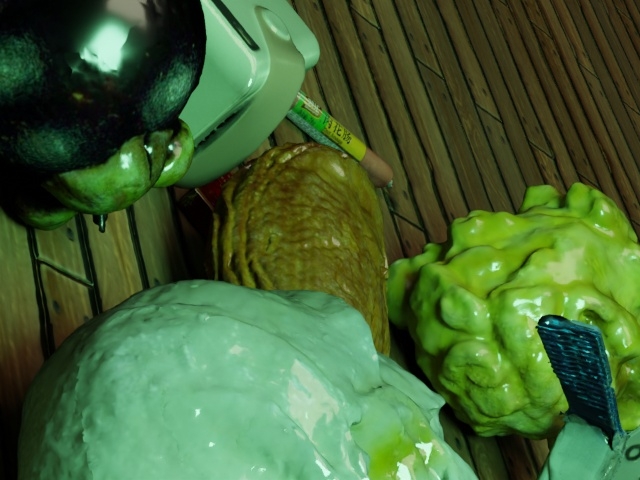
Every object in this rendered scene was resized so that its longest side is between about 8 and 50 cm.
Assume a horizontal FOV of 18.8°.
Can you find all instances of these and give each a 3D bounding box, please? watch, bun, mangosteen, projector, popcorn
[{"bbox_3d":[0.188,0.174,1.596,0.068,0.276,0.274,28,14,23],"label":"watch"},{"bbox_3d":[-0.022,0.177,1.235,0.362,0.211,0.362,45,26,-29],"label":"bun"},{"bbox_3d":[-0.177,-0.126,1.367,0.243,0.243,0.243,43,26,-26],"label":"mangosteen"},{"bbox_3d":[-0.124,-0.167,1.574,0.242,0.163,0.177,51,24,2],"label":"projector"},{"bbox_3d":[0.192,0.081,1.792,0.250,0.235,0.242,-13,53,-29],"label":"popcorn"}]

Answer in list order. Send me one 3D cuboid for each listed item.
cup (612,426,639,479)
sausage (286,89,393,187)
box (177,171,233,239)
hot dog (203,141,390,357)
[{"bbox_3d":[0.404,0.216,1.978,0.186,0.234,0.258,18,45,-54],"label":"cup"},{"bbox_3d":[0.000,-0.112,1.901,0.223,0.029,0.029,38,28,-34],"label":"sausage"},{"bbox_3d":[-0.086,-0.030,1.632,0.051,0.023,0.082,51,23,-6],"label":"box"},{"bbox_3d":[-0.007,0.051,1.511,0.272,0.122,0.196,-92,157,-45],"label":"hot dog"}]
